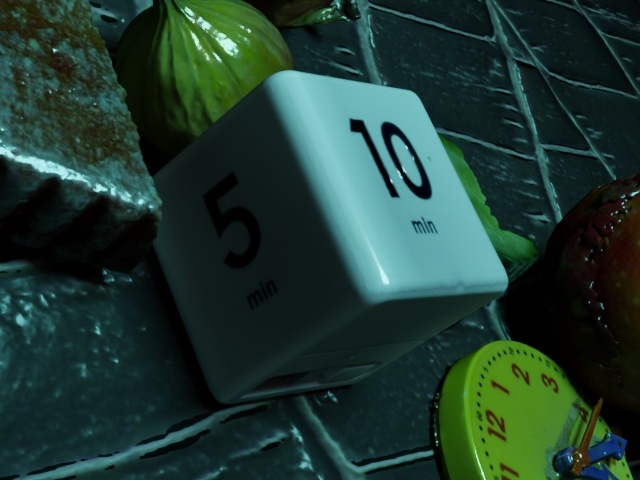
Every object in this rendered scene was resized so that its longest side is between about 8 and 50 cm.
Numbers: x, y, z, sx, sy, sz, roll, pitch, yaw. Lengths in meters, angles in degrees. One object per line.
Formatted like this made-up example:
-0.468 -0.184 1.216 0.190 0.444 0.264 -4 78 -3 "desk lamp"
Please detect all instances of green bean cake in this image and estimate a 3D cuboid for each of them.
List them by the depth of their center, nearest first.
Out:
-0.217 -0.105 0.867 0.199 0.097 0.232 19 46 -39 "green bean cake"

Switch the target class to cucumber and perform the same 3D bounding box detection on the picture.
0.102 -0.012 1.164 0.191 0.130 0.191 37 29 -25 "cucumber"

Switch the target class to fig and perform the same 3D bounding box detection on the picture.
-0.124 -0.152 0.975 0.231 0.143 0.160 23 41 -51 "fig"

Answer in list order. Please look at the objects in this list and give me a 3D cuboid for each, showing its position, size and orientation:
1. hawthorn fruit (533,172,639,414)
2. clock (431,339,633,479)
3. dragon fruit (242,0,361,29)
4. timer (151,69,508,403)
0.393 0.059 1.287 0.316 0.316 0.316 32 39 -30 "hawthorn fruit"
0.232 0.224 1.146 0.293 0.071 0.277 27 42 -34 "clock"
-0.026 -0.351 1.155 0.269 0.291 0.250 53 28 -3 "dragon fruit"
0.000 0.000 0.951 0.192 0.194 0.195 0 62 -51 "timer"
